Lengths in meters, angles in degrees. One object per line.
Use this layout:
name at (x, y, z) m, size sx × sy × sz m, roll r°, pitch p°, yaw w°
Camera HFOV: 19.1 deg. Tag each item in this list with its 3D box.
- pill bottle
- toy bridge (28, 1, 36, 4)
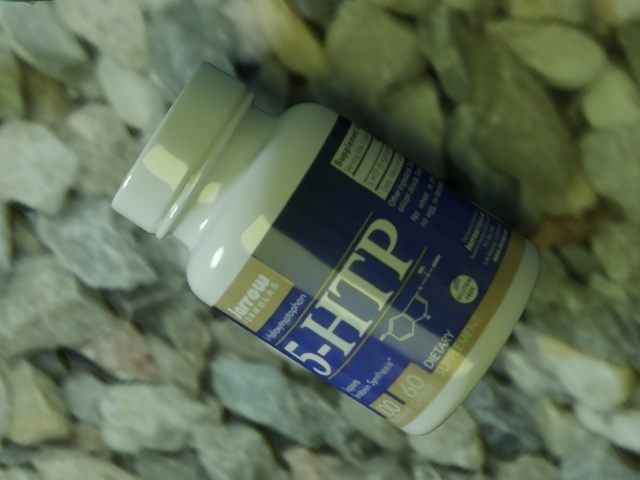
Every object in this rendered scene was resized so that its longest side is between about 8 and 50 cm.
pill bottle at (0.000, 0.000, 0.908) m, size 0.187 × 0.112 × 0.112 m, roll 33°, pitch 122°, yaw -4°
toy bridge at (-0.212, -0.174, 0.895) m, size 0.188 × 0.026 × 0.063 m, roll 20°, pitch 82°, yaw -13°
